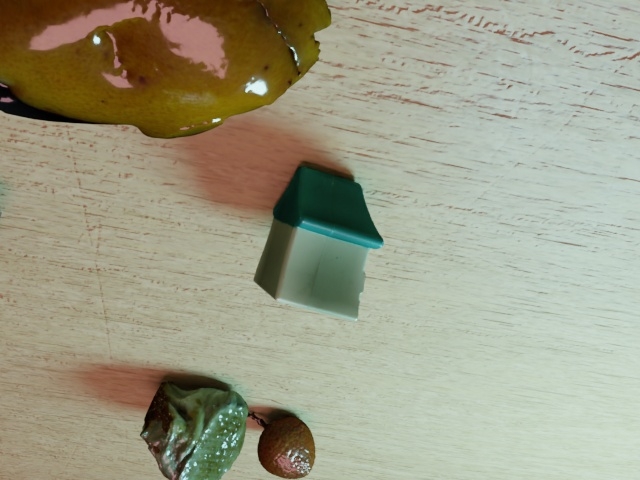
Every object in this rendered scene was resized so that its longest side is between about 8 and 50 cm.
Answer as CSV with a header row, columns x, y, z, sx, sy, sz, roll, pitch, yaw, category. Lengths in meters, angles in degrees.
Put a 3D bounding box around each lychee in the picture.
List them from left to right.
x,y,z,sx,sy,sz,roll,pitch,yaw,category
-0.067,0.344,1.291,0.101,0.140,0.114,-30,169,22,lychee

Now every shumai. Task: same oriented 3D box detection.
x,y,z,sx,sy,sz,roll,pitch,yaw,category
-0.219,0.315,1.216,0.142,0.184,0.184,24,150,28,shumai

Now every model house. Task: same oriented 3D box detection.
x,y,z,sx,sy,sz,roll,pitch,yaw,category
0.000,0.000,0.840,0.101,0.148,0.127,14,-177,-19,model house

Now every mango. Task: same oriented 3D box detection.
x,y,z,sx,sy,sz,roll,pitch,yaw,category
-0.138,-0.184,0.584,0.287,0.152,0.201,8,137,-13,mango
